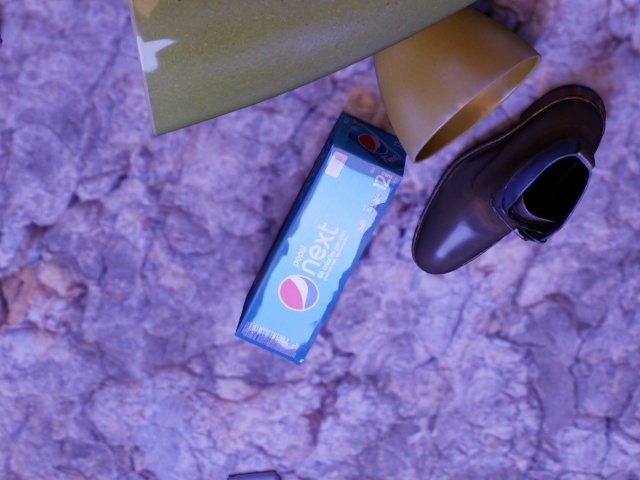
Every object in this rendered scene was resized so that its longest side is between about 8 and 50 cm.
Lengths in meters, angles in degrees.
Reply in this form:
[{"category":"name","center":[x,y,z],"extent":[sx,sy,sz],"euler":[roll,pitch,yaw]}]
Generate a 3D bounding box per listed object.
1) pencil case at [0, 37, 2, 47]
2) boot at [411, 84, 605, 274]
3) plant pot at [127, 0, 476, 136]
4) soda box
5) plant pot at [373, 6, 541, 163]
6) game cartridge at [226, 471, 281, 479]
[{"category":"pencil case","center":[-0.374,-0.180,1.607],"extent":[0.209,0.095,0.098],"euler":[30,82,-8]},{"category":"boot","center":[0.151,-0.032,1.620],"extent":[0.082,0.106,0.219],"euler":[37,115,-13]},{"category":"plant pot","center":[-0.007,-0.238,1.463],"extent":[0.294,0.275,0.274],"euler":[-10,117,-4]},{"category":"soda box","center":[0.000,0.000,1.673],"extent":[0.067,0.071,0.210],"euler":[25,118,-7]},{"category":"plant pot","center":[0.096,-0.140,1.568],"extent":[0.134,0.134,0.095],"euler":[-43,81,24]},{"category":"game cartridge","center":[-0.055,0.259,1.850],"extent":[0.056,0.017,0.083],"euler":[-9,117,6]}]
